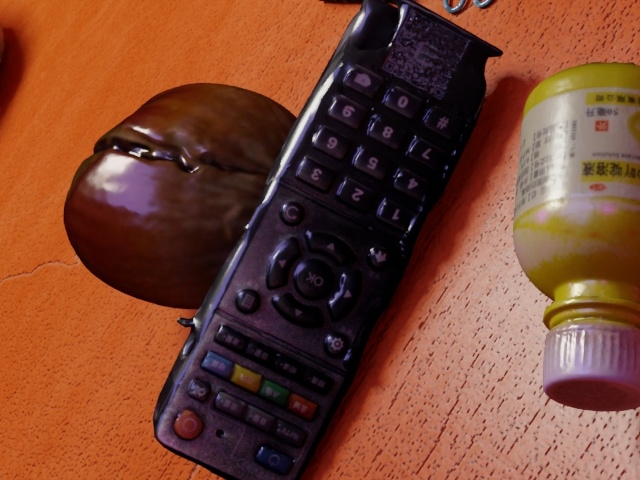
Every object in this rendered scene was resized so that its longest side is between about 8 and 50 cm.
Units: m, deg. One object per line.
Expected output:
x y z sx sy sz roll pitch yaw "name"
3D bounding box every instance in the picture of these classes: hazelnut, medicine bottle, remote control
-0.108 -0.043 1.165 0.212 0.181 0.181 -62 20 -19 "hazelnut"
0.186 0.001 0.885 0.121 0.122 0.213 -13 58 40 "medicine bottle"
0.000 0.000 1.068 0.399 0.144 0.062 -63 6 -2 "remote control"

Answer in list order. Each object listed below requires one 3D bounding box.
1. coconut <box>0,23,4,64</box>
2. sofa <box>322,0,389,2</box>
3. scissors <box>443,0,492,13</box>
-0.489 -0.241 1.641 0.197 0.237 0.237 6 71 50 "coconut"
0.038 -0.254 1.252 0.118 0.039 0.060 12 77 47 "sofa"
0.136 -0.253 1.171 0.058 0.014 0.119 -5 66 42 "scissors"
